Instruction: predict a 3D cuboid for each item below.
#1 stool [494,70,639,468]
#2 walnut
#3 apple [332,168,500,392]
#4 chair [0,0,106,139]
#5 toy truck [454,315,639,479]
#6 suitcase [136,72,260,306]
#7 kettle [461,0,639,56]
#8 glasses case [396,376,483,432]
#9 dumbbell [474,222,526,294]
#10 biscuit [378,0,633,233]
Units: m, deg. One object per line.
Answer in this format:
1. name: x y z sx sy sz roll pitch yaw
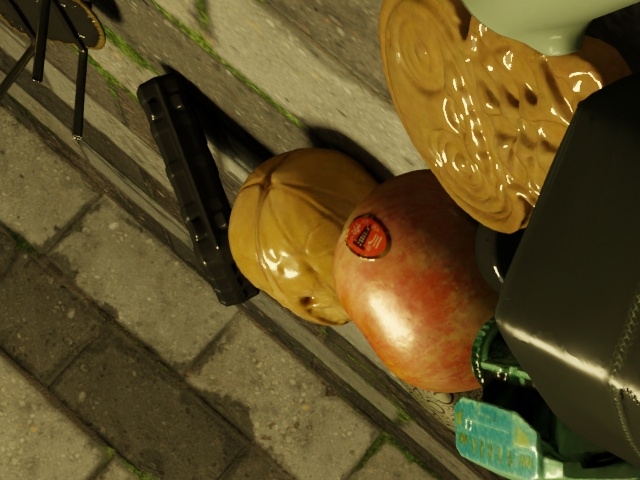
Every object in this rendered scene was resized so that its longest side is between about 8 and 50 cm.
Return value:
1. stool: 0.214 0.019 0.588 0.141 0.232 0.232 26 161 44
2. walnut: 0.000 0.000 1.271 0.193 0.193 0.226 30 164 42
3. apple: 0.106 0.035 1.023 0.209 0.164 0.209 32 -147 -24
4. chair: -0.362 -0.285 1.432 0.172 0.247 0.159 14 162 11
5. toy truck: 0.243 0.133 0.833 0.278 0.156 0.155 0 -179 -23
6. suitcase: -0.163 -0.066 1.535 0.206 0.066 0.286 78 170 -69
7. kettle: 0.115 -0.161 0.538 0.127 0.098 0.148 38 172 -9
8. glasses case: 0.164 0.190 1.654 0.137 0.085 0.355 28 162 44
9. dumbbell: 0.200 0.004 0.849 0.100 0.100 0.191 44 168 -14
10. biscuit: 0.118 -0.086 0.764 0.288 0.044 0.202 36 150 61
